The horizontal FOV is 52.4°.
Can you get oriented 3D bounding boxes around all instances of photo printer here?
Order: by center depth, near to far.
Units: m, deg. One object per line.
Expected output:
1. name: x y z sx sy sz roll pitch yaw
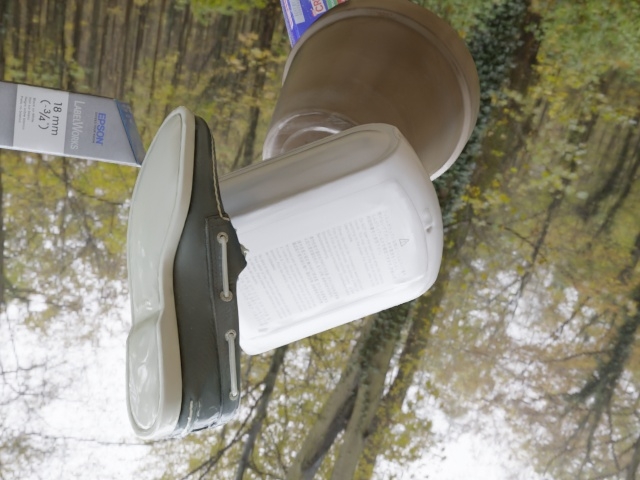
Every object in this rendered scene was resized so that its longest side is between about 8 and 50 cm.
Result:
1. photo printer: 0.000 0.000 0.820 0.307 0.256 0.107 -20 -138 4

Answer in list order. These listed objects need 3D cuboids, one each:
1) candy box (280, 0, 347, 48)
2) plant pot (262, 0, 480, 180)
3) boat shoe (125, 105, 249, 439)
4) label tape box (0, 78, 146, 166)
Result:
1. candy box: -0.014 -0.476 1.349 0.122 0.268 0.317 -14 -173 1
2. plant pot: 0.057 -0.167 0.981 0.323 0.323 0.280 17 -140 12
3. boat shoe: -0.125 0.027 0.638 0.099 0.319 0.116 11 161 -37
4. label tape box: -0.391 -0.192 1.079 0.333 0.106 0.240 7 -171 -13
